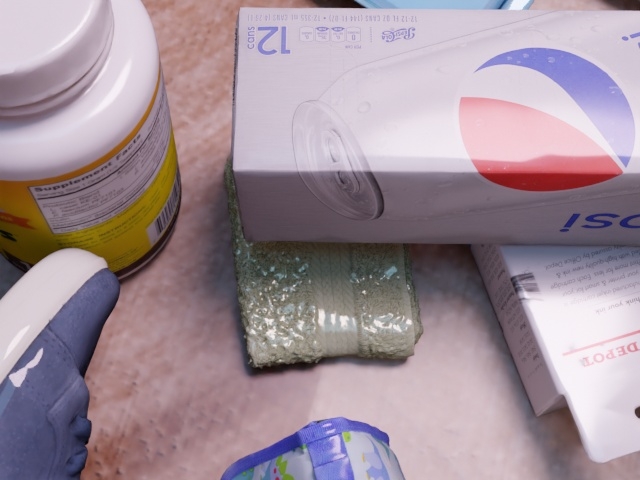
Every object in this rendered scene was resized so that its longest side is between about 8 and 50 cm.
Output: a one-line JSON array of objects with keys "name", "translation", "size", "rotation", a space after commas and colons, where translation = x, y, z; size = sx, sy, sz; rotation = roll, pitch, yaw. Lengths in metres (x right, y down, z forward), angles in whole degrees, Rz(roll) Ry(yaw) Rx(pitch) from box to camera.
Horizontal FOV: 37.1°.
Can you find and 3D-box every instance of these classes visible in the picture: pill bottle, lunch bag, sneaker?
[{"name": "pill bottle", "translation": [-0.134, -0.062, 0.475], "size": [0.117, 0.215, 0.117], "rotation": [1, 68, -3]}, {"name": "lunch bag", "translation": [0.013, 0.156, 0.434], "size": [0.096, 0.151, 0.129], "rotation": [-14, 71, -9]}, {"name": "sneaker", "translation": [-0.136, 0.180, 0.438], "size": [0.148, 0.131, 0.350], "rotation": [20, 74, -3]}]

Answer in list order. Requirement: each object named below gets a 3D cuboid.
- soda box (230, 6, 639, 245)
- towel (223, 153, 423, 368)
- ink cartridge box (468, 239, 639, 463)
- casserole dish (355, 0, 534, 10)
[{"name": "soda box", "translation": [0.099, -0.055, 0.487], "size": [0.286, 0.098, 0.091], "rotation": [1, 69, -1]}, {"name": "towel", "translation": [0.000, 0.000, 0.561], "size": [0.110, 0.027, 0.148], "rotation": [-4, 69, -4]}, {"name": "ink cartridge box", "translation": [0.155, 0.031, 0.540], "size": [0.104, 0.060, 0.180], "rotation": [-15, 70, -8]}, {"name": "casserole dish", "translation": [0.056, -0.197, 0.625], "size": [0.188, 0.037, 0.114], "rotation": [35, 88, 9]}]
